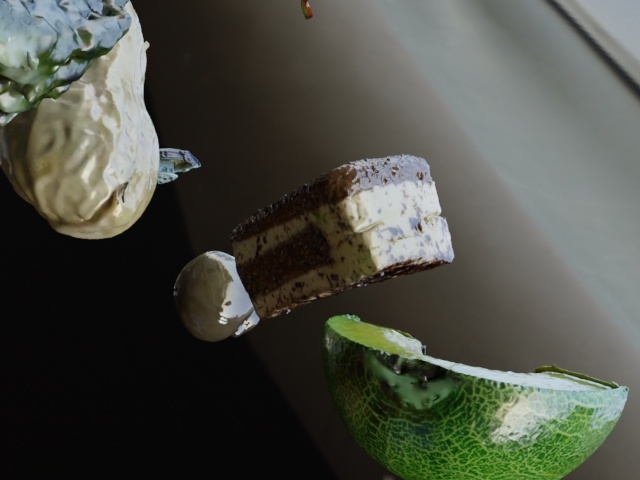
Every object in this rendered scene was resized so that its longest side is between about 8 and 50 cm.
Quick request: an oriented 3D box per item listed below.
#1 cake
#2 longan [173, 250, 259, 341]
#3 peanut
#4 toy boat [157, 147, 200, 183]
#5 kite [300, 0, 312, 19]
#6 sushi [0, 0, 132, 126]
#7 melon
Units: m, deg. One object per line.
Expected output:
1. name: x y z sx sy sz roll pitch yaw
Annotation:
1. cake: -0.011 0.003 1.382 0.246 0.135 0.112 -18 -96 29
2. longan: -0.122 0.072 1.737 0.106 0.119 0.106 -32 -146 24
3. peanut: -0.225 -0.140 1.301 0.149 0.149 0.313 -33 -124 38
4. toy boat: -0.171 -0.078 1.550 0.038 0.083 0.038 171 -90 -82
5. kite: -0.037 -0.334 1.599 0.241 0.014 0.183 30 -41 60
6. sushi: -0.291 -0.236 1.039 0.178 0.352 0.294 -23 -113 26
7. melon: 0.096 0.149 1.189 0.265 0.169 0.129 15 -86 27
